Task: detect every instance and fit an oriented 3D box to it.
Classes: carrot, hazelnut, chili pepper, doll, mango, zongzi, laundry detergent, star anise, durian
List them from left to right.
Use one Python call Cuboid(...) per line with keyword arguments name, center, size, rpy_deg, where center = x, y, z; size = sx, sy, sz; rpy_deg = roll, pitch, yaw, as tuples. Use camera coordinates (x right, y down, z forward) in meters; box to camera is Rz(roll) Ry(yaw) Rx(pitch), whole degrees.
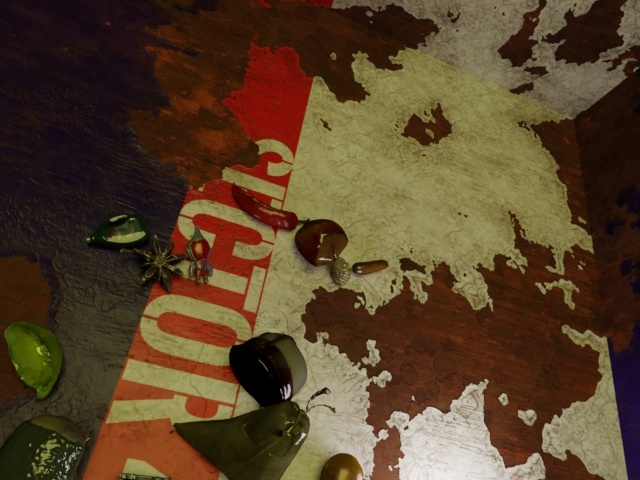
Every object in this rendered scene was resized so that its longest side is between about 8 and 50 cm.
Cuboid(name="doll", center=(-0.792, 0.666, 1.279), size=(0.247, 0.247, 0.349), rpy_deg=(28, 55, -7))
Cuboid(name="durian", center=(-0.889, 0.360, 1.464), size=(0.139, 0.101, 0.250), rpy_deg=(-39, 82, 3))
Cuboid(name="laundry detergent", center=(-0.755, -0.030, 1.731), size=(0.211, 0.063, 0.137), rpy_deg=(-12, 68, -24))
Cuboid(name="star anise", center=(-0.607, 0.079, 1.719), size=(0.231, 0.089, 0.209), rpy_deg=(42, 56, -2))
Cuboid(name="doll", center=(-0.466, 0.052, 1.799), size=(0.102, 0.075, 0.227), rpy_deg=(-2, 75, -39))
Cuboid(name="zongzi", center=(-0.219, 0.570, 1.465), size=(0.418, 0.447, 0.181), rpy_deg=(33, 19, 3))
Cuboid(name="chili pepper", center=(-0.219, -0.131, 1.986), size=(0.368, 0.092, 0.137), rpy_deg=(27, 47, -11))
Cuboid(name="hazelnut", center=(0.000, 0.003, 1.970), size=(0.212, 0.181, 0.181), rpy_deg=(-26, 104, -24))
Cuboid(name="mango", center=(0.067, 0.846, 1.599), size=(0.151, 0.120, 0.221), rpy_deg=(21, 66, -7))
Cuboid(name="carrot", center=(0.222, 0.117, 2.059), size=(0.186, 0.060, 0.060), rpy_deg=(-5, 67, -28))

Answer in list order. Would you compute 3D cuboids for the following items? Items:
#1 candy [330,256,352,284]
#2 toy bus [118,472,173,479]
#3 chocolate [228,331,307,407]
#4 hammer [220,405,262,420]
Cuboid(name="candy", center=(0.086, 0.128, 1.974), size=(0.095, 0.110, 0.085), rpy_deg=(40, 57, 19))
Cuboid(name="toy bus", center=(-0.530, 0.752, 1.415), size=(0.160, 0.092, 0.079), rpy_deg=(11, 63, -10))
Cuboid(name="chocolate", center=(-0.166, 0.434, 1.630), size=(0.283, 0.283, 0.186), rpy_deg=(48, 52, 6))
Cuboid(name="hammer", center=(-0.291, 0.620, 1.625), size=(0.199, 0.013, 0.062), rpy_deg=(-2, 66, -24))
